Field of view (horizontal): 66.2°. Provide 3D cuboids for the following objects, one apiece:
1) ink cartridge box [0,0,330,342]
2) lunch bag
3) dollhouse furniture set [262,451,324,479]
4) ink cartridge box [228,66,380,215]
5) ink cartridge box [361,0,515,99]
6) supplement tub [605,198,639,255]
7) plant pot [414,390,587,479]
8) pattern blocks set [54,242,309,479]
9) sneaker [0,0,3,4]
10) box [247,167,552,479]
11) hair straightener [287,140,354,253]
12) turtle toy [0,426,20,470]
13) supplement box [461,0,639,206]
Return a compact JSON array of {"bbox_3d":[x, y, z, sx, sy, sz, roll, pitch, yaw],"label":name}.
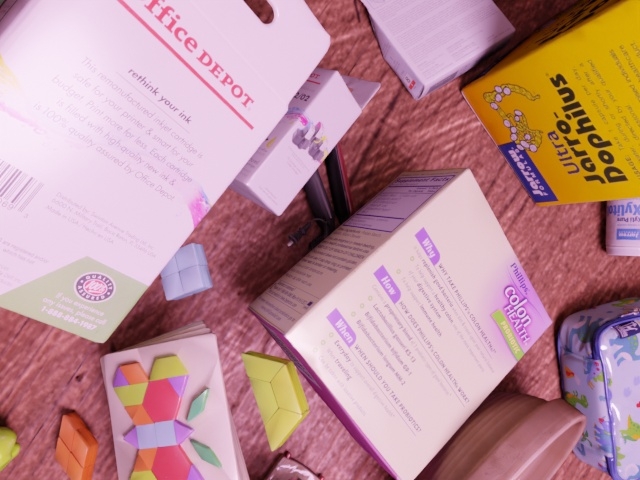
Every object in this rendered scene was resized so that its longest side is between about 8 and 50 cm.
[{"bbox_3d":[-0.176,-0.112,0.423,0.353,0.119,0.207,-52,134,-3],"label":"ink cartridge box"},{"bbox_3d":[0.418,0.190,0.651,0.176,0.090,0.219,-9,94,-16],"label":"lunch bag"},{"bbox_3d":[0.003,0.353,0.528,0.184,0.129,0.129,39,82,-10],"label":"dollhouse furniture set"},{"bbox_3d":[-0.033,-0.127,0.520,0.181,0.104,0.061,-53,137,-8],"label":"ink cartridge box"},{"bbox_3d":[0.127,-0.282,0.607,0.145,0.045,0.179,-33,80,-11],"label":"ink cartridge box"},{"bbox_3d":[0.423,-0.033,0.657,0.071,0.071,0.107,2,89,-14],"label":"supplement tub"},{"bbox_3d":[0.177,0.253,0.555,0.237,0.110,0.237,-25,135,-28],"label":"plant pot"},{"bbox_3d":[-0.144,0.181,0.466,0.285,0.026,0.325,-30,76,16],"label":"pattern blocks set"},{"bbox_3d":[-0.340,-0.214,0.456,0.295,0.109,0.123,21,84,-23],"label":"sneaker"},{"bbox_3d":[0.089,0.079,0.525,0.243,0.117,0.213,-41,110,-15],"label":"box"},{"bbox_3d":[0.000,0.000,0.569,0.089,0.047,0.230,-14,99,-23],"label":"hair straightener"},{"bbox_3d":[-0.360,0.209,0.464,0.130,0.095,0.066,-19,117,-12],"label":"turtle toy"},{"bbox_3d":[0.347,-0.174,0.489,0.194,0.356,0.195,-39,99,-11],"label":"supplement box"}]
